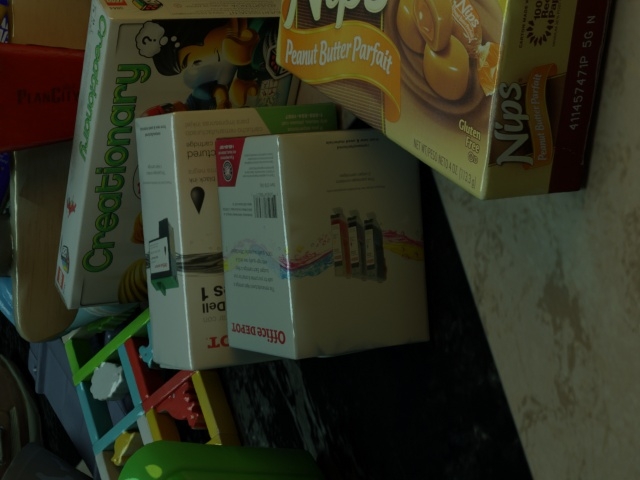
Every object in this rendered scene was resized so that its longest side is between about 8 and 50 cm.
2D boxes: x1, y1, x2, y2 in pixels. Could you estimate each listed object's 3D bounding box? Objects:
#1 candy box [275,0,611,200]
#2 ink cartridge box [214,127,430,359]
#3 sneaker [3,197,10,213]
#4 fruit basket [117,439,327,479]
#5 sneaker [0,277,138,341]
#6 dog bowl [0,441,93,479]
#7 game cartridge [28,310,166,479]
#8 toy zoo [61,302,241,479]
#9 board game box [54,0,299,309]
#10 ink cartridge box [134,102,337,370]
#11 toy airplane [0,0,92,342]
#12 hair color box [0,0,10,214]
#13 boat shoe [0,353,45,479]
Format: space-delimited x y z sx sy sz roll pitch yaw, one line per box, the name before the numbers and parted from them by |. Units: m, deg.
candy box | 0.077 -0.170 1.114 0.316 0.087 0.183 41 130 54
ink cartridge box | 0.000 0.000 1.250 0.128 0.127 0.176 5 99 62
sneaker | -0.368 -0.164 1.878 0.158 0.182 0.410 -47 54 56
fruit basket | -0.146 0.336 1.402 0.392 0.283 0.392 -9 76 38
sneaker | -0.301 -0.035 1.741 0.208 0.127 0.319 -31 52 37
dog bowl | -0.365 0.427 1.899 0.349 0.102 0.349 19 -90 -88
game cartridge | -0.285 0.149 1.914 0.355 0.068 0.230 45 137 51
toy zoo | -0.181 0.177 1.668 0.192 0.030 0.293 -41 56 32
board game box | -0.129 -0.080 1.417 0.053 0.193 0.305 54 140 46
ink cartridge box | -0.065 -0.004 1.344 0.092 0.160 0.219 2 97 63
toy airplane | -0.286 -0.151 1.521 0.272 0.386 0.384 8 147 40
hair color box | -0.370 -0.124 1.709 0.185 0.110 0.339 141 146 -70
boat shoe | -0.457 0.300 2.208 0.324 0.116 0.123 65 147 33
